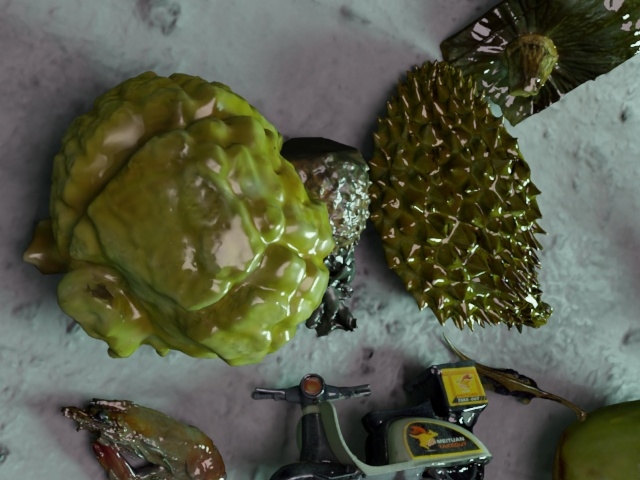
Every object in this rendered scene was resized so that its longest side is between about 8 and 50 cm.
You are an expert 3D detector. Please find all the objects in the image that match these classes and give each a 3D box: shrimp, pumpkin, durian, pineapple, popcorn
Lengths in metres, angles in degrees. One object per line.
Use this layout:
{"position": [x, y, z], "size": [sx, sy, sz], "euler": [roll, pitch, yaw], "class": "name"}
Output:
{"position": [-0.166, 0.204, 1.466], "size": [0.190, 0.042, 0.101], "euler": [38, 83, -28], "class": "shrimp"}
{"position": [0.264, -0.232, 1.634], "size": [0.248, 0.126, 0.131], "euler": [-45, 112, -19], "class": "pumpkin"}
{"position": [0.143, -0.023, 1.586], "size": [0.172, 0.166, 0.306], "euler": [-28, 103, 6], "class": "durian"}
{"position": [0.000, 0.000, 1.521], "size": [0.108, 0.108, 0.198], "euler": [-15, 113, -29], "class": "pineapple"}
{"position": [-0.119, -0.016, 1.368], "size": [0.270, 0.224, 0.258], "euler": [10, 84, 9], "class": "popcorn"}

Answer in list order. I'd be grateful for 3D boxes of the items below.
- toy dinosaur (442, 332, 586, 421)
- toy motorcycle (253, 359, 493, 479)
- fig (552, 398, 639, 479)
{"position": [0.200, 0.152, 1.675], "size": [0.180, 0.058, 0.037], "euler": [21, 68, -10], "class": "toy dinosaur"}
{"position": [0.055, 0.204, 1.545], "size": [0.263, 0.091, 0.157], "euler": [-3, 63, -32], "class": "toy motorcycle"}
{"position": [0.407, 0.285, 1.679], "size": [0.326, 0.258, 0.258], "euler": [23, 81, 2], "class": "fig"}
